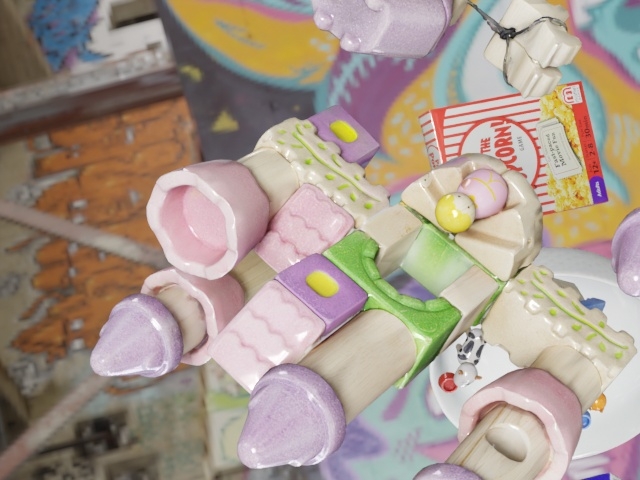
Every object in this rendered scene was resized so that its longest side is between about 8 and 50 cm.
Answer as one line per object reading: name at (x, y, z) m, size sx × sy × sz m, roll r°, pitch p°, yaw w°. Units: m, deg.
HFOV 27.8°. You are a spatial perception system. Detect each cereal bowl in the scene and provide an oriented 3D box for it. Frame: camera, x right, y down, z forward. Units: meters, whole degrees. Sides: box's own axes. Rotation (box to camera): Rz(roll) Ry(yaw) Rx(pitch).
cereal bowl at (0.323, 0.143, 1.820) m, size 0.141 × 0.339 × 0.339 m, roll -80°, pitch -22°, yaw -56°

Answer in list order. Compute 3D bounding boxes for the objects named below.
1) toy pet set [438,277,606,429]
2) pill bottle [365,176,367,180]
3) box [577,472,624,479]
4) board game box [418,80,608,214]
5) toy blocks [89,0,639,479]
toy pet set at (0.160, 0.086, 0.910) m, size 0.065 × 0.122 × 0.114 m, roll -101°, pitch 27°, yaw -68°
pill bottle at (0.000, 0.000, 1.683) m, size 0.117 × 0.117 × 0.208 m, roll 74°, pitch -163°, yaw -52°
box at (0.392, 0.397, 1.718) m, size 0.126 × 0.072 × 0.137 m, roll 32°, pitch -129°, yaw -34°
board game box at (0.224, -0.095, 1.503) m, size 0.045 × 0.193 × 0.147 m, roll 158°, pitch 99°, yaw -76°
toy blocks at (0.025, 0.036, 0.710) m, size 0.288 × 0.260 × 0.309 m, roll 41°, pitch 129°, yaw 15°
